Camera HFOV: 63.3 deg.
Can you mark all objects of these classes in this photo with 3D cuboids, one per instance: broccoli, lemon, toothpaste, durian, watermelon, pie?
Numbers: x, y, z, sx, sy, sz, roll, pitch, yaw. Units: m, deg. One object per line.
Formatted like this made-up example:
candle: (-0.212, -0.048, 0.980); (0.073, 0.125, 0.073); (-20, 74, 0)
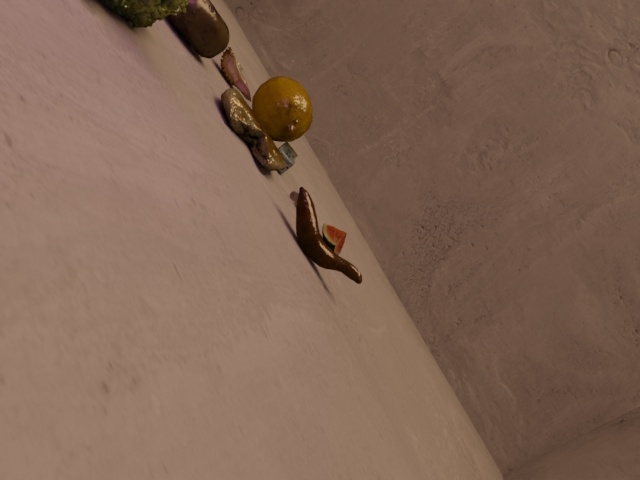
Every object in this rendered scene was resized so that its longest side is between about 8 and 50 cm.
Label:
broccoli: (-0.318, -0.629, 1.186); (0.275, 0.397, 0.353); (85, -19, -47)
lemon: (-0.154, -0.532, 2.124); (0.245, 0.245, 0.320); (48, 17, -50)
toothpaste: (-0.148, -0.336, 2.088); (0.089, 0.071, 0.313); (52, 11, -12)
durian: (-0.343, -0.652, 2.072); (0.140, 0.078, 0.224); (-134, -160, -74)
watermelon: (0.064, -0.002, 2.033); (0.125, 0.094, 0.135); (57, 3, 39)
pie: (-0.224, -0.368, 1.741); (0.337, 0.075, 0.337); (56, 9, -13)

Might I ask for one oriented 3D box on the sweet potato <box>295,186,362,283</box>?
sweet potato: (-0.004, 0.007, 1.582); (0.346, 0.108, 0.079); (56, 17, 0)

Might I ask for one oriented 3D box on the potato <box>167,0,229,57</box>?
potato: (-0.402, -0.717, 1.704); (0.262, 0.165, 0.165); (41, 19, -56)

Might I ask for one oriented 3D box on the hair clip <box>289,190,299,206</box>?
hair clip: (-0.058, -0.090, 1.853); (0.072, 0.034, 0.226); (43, 19, -48)
